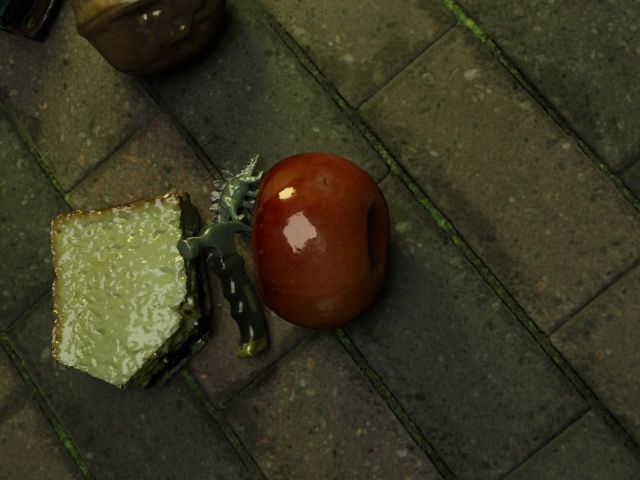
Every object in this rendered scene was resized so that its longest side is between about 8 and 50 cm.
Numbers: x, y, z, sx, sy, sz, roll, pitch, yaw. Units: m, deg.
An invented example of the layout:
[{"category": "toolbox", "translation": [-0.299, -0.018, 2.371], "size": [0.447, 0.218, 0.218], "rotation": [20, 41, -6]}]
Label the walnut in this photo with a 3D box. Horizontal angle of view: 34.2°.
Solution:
[{"category": "walnut", "translation": [-0.304, -0.421, 1.807], "size": [0.273, 0.273, 0.227], "rotation": [-41, 40, 7]}]

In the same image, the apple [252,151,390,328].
[{"category": "apple", "translation": [0.000, 0.000, 1.626], "size": [0.206, 0.251, 0.272], "rotation": [2, 68, 12]}]

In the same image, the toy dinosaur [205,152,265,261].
[{"category": "toy dinosaur", "translation": [-0.157, -0.059, 1.794], "size": [0.082, 0.039, 0.209], "rotation": [23, 89, 19]}]

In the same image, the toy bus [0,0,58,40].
[{"category": "toy bus", "translation": [-0.666, -0.511, 1.954], "size": [0.323, 0.194, 0.162], "rotation": [22, 86, 20]}]

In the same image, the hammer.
[{"category": "hammer", "translation": [-0.139, 0.079, 1.728], "size": [0.041, 0.158, 0.227], "rotation": [-15, 95, 48]}]

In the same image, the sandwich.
[{"category": "sandwich", "translation": [-0.321, 0.095, 1.771], "size": [0.262, 0.131, 0.326], "rotation": [-11, 75, 14]}]
